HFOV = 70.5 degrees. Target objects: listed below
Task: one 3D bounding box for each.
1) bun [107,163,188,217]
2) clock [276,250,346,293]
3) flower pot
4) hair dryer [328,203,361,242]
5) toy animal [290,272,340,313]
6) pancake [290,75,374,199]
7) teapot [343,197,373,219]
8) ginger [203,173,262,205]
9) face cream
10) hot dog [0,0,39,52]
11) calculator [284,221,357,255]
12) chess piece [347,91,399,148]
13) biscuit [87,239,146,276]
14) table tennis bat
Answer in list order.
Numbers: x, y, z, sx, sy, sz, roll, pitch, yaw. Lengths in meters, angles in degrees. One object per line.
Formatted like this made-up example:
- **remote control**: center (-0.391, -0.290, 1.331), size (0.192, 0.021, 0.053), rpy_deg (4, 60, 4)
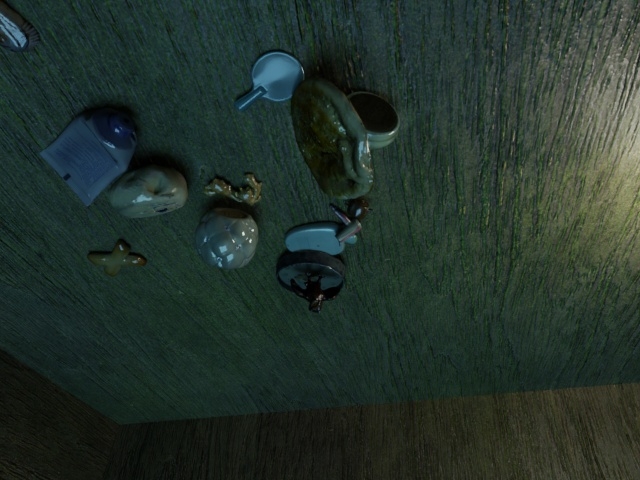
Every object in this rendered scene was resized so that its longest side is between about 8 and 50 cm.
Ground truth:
- **bun**: center (-0.593, -0.171, 1.576), size (0.273, 0.168, 0.273), rpy_deg (-16, 173, -2)
- **clock**: center (-0.042, 0.153, 1.969), size (0.313, 0.061, 0.312), rpy_deg (3, 147, 2)
- **flower pot**: center (-0.351, -0.012, 1.703), size (0.246, 0.246, 0.195), rpy_deg (12, 105, -10)
- **hair dryer**: center (0.079, -0.078, 1.745), size (0.106, 0.054, 0.154), rpy_deg (-35, 109, -4)
- **toy animal**: center (-0.023, 0.224, 1.853), size (0.218, 0.179, 0.116), rpy_deg (11, 145, -12)
- **pancake**: center (0.021, -0.284, 1.302), size (0.082, 0.387, 0.387), rpy_deg (-28, 142, -20)
- **teapot**: center (0.138, -0.130, 1.679), size (0.121, 0.076, 0.068), rpy_deg (34, 125, 9)
- **ginger**: center (-0.311, -0.179, 1.652), size (0.193, 0.052, 0.176), rpy_deg (-29, 124, 28)
- **face cream**: center (-0.755, -0.288, 1.494), size (0.420, 0.137, 0.235), rpy_deg (-26, 111, 32)
- **hot dog**: center (-0.884, -0.604, 1.200), size (0.131, 0.069, 0.253), rpy_deg (-31, 132, 20)
- **calculator**: center (0.000, 0.000, 1.843), size (0.295, 0.042, 0.184), rpy_deg (-6, 137, 9)
- **chess piece**: center (0.110, -0.294, 1.429), size (0.195, 0.194, 0.299), rpy_deg (11, 146, -10)
- **biscuit**: center (-0.886, 0.085, 1.968), size (0.208, 0.047, 0.164), rpy_deg (-18, 135, 21)
- **table tennis bat**: center (-0.160, -0.461, 1.349), size (0.244, 0.040, 0.153), rpy_deg (-29, 129, 24)
